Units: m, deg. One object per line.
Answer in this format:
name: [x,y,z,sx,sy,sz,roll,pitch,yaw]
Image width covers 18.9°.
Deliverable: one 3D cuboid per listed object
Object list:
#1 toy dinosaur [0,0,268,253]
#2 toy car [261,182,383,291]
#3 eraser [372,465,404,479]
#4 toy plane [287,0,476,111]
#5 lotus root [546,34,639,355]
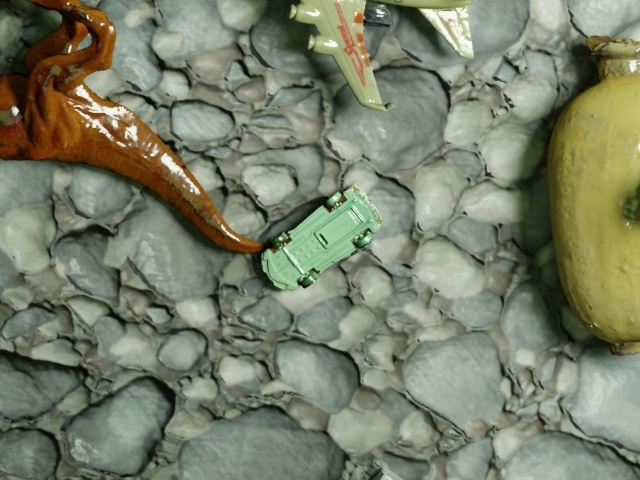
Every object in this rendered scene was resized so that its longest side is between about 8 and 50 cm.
toy dinosaur: [-0.233,-0.130,1.787,0.432,0.097,0.208,18,113,0]
toy car: [0.000,0.000,1.841,0.122,0.035,0.059,-36,98,14]
eraser: [0.110,0.349,1.901,0.230,0.038,0.157,34,98,-6]
toy plane: [0.030,-0.247,1.762,0.256,0.104,0.242,12,102,-2]
lotus root: [0.284,-0.037,1.786,0.146,0.131,0.303,-2,100,-1]
